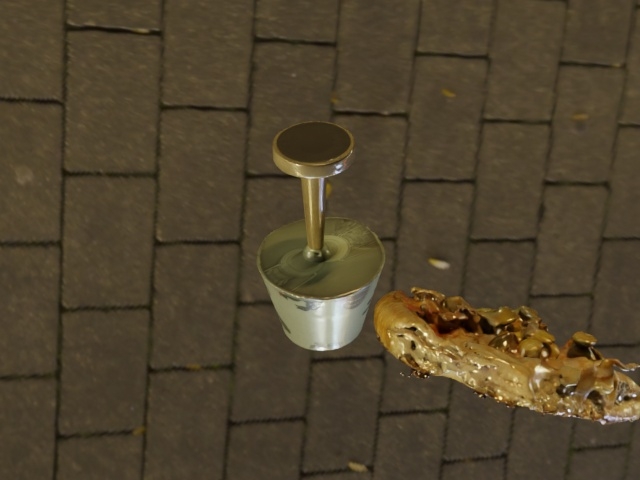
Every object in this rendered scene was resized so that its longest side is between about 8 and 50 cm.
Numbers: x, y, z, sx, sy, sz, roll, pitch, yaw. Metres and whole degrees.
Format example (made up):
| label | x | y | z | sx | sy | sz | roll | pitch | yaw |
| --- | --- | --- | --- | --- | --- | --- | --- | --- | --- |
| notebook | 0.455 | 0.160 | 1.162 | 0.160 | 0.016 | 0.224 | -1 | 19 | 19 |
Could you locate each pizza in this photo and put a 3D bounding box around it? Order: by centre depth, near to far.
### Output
| label | x | y | z | sx | sy | sz | roll | pitch | yaw |
| --- | --- | --- | --- | --- | --- | --- | --- | --- | --- |
| pizza | 0.142 | 0.082 | 0.779 | 0.226 | 0.147 | 0.069 | 18 | 95 | 15 |

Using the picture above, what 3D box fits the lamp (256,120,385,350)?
| label | x | y | z | sx | sy | sz | roll | pitch | yaw |
| --- | --- | --- | --- | --- | --- | --- | --- | --- | --- |
| lamp | 0.000 | 0.000 | 0.949 | 0.121 | 0.121 | 0.215 | -15 | 130 | -18 |
